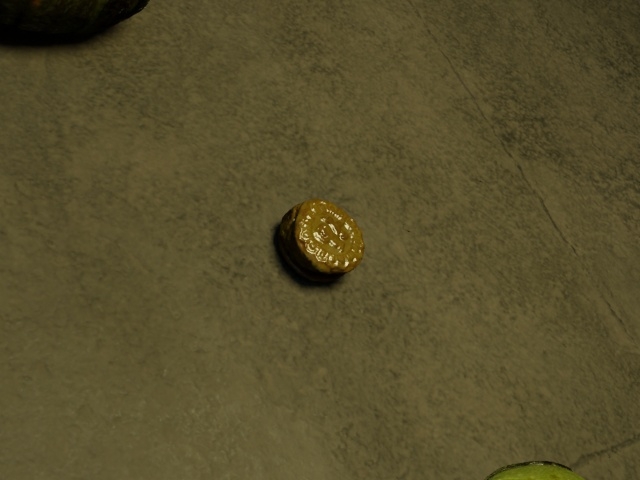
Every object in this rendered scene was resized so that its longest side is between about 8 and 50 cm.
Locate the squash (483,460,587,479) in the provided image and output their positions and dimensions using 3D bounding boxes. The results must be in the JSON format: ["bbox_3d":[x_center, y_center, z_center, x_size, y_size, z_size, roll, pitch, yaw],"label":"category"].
[{"bbox_3d":[0.279,0.305,0.978,0.184,0.085,0.192,-11,64,-38],"label":"squash"}]

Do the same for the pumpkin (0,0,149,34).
[{"bbox_3d":[-0.320,-0.373,1.058,0.320,0.192,0.320,19,45,-20],"label":"pumpkin"}]

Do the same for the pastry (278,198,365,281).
[{"bbox_3d":[0.000,0.000,1.065,0.097,0.057,0.109,30,47,-17],"label":"pastry"}]
